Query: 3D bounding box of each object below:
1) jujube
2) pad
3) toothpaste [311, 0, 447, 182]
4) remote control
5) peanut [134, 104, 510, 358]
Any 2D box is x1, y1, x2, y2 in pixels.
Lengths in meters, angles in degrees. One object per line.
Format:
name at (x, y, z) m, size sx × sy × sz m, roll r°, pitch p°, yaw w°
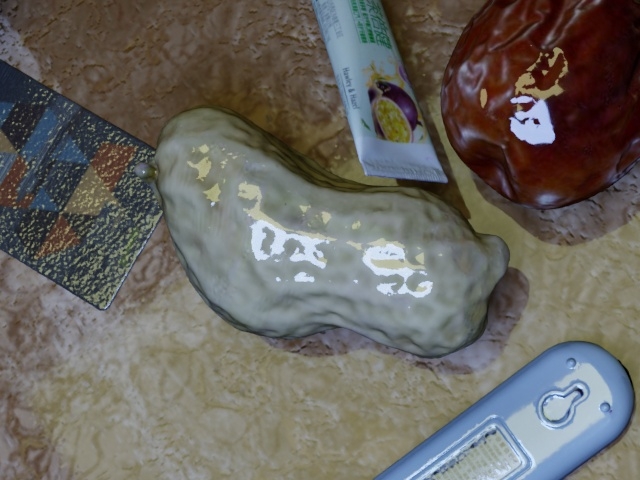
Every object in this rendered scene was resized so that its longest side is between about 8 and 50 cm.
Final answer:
jujube at (0.196, -0.138, 1.270) m, size 0.168 × 0.168 × 0.236 m, roll 31°, pitch 73°, yaw 16°
pad at (-0.231, -0.050, 1.417) m, size 0.211 × 0.003 × 0.143 m, roll 29°, pitch 87°, yaw 16°
toothpaste at (0.023, -0.177, 1.326) m, size 0.058 × 0.056 × 0.314 m, roll -20°, pitch 61°, yaw 3°
remote control at (0.131, 0.166, 1.273) m, size 0.244 × 0.047 × 0.087 m, roll -38°, pitch 71°, yaw 2°
peanut at (-0.006, 0.007, 1.290) m, size 0.291 × 0.143 × 0.159 m, roll 23°, pitch 115°, yaw 10°
